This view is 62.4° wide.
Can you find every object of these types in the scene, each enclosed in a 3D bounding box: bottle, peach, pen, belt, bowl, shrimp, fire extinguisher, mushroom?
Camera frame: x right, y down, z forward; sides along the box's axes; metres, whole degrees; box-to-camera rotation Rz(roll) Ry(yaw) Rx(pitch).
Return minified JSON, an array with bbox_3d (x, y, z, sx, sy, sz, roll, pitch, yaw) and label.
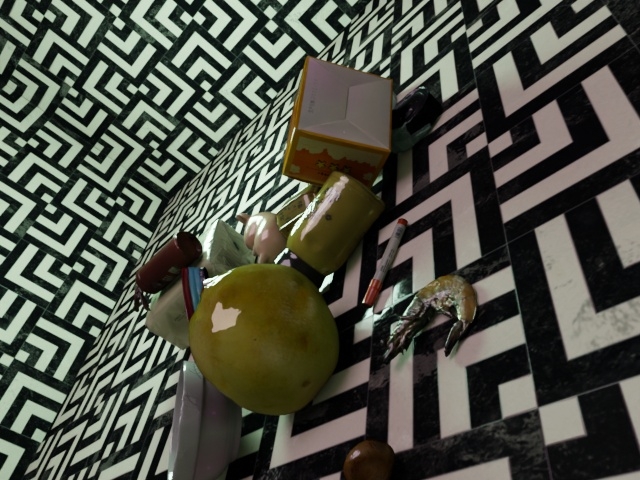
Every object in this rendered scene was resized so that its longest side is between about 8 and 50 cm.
[{"bbox_3d":[0.000,0.000,1.380,0.351,0.172,0.171,-52,24,-2],"label":"bottle"},{"bbox_3d":[-0.127,0.214,1.156,0.281,0.316,0.314,-52,25,40],"label":"peach"},{"bbox_3d":[0.151,0.049,1.219,0.028,0.028,0.239,-14,44,55],"label":"pen"},{"bbox_3d":[0.255,-0.339,1.513,0.198,0.078,0.151,-49,27,6],"label":"belt"},{"bbox_3d":[-0.265,0.427,1.224,0.287,0.144,0.286,-173,90,-75],"label":"bowl"},{"bbox_3d":[0.200,0.155,0.965,0.217,0.051,0.150,-49,31,-3],"label":"shrimp"},{"bbox_3d":[-0.527,0.118,1.757,0.337,0.107,0.147,-39,56,27],"label":"fire extinguisher"},{"bbox_3d":[0.080,0.368,0.860,0.088,0.073,0.129,-40,-22,-21],"label":"mushroom"}]

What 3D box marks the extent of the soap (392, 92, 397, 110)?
[{"bbox_3d":[0.165,-0.422,1.777,0.145,0.091,0.230,-26,36,45],"label":"soap"}]

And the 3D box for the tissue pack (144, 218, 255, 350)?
[{"bbox_3d":[-0.419,0.154,1.869,0.380,0.207,0.297,-41,26,23],"label":"tissue pack"}]

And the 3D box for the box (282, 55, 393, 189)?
[{"bbox_3d":[0.046,-0.314,1.478,0.213,0.260,0.283,119,161,-57],"label":"box"}]

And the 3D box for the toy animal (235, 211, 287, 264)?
[{"bbox_3d":[-0.167,-0.014,1.714,0.153,0.167,0.250,-58,33,6],"label":"toy animal"}]

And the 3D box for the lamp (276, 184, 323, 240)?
[{"bbox_3d":[-0.030,-0.074,1.552,0.185,0.161,0.161,-35,29,38],"label":"lamp"}]

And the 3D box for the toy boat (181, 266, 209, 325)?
[{"bbox_3d":[-0.351,0.243,1.590,0.080,0.136,0.391,-21,63,6],"label":"toy boat"}]
